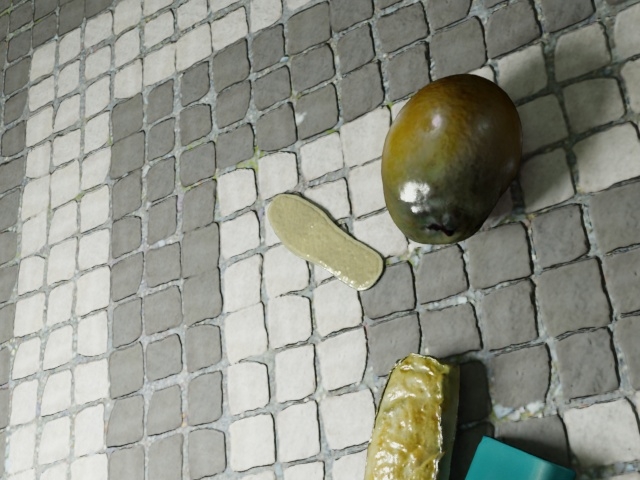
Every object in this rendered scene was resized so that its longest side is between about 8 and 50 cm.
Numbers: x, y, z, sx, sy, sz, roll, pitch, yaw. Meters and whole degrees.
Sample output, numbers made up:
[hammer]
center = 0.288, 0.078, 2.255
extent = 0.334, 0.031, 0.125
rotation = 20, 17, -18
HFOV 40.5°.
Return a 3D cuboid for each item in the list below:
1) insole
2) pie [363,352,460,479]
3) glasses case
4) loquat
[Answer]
[insole]
center = 0.000, 0.000, 1.302
extent = 0.248, 0.011, 0.081
rotation = 34, 92, 38
[pie]
center = 0.107, 0.280, 1.082
extent = 0.128, 0.068, 0.283
rotation = 0, 71, 37
[glasses case]
center = 0.183, 0.383, 0.991
extent = 0.117, 0.070, 0.301
rotation = 15, 82, 38
[loquat]
center = 0.167, -0.103, 1.129
extent = 0.179, 0.179, 0.227
rotation = 22, 81, 38
